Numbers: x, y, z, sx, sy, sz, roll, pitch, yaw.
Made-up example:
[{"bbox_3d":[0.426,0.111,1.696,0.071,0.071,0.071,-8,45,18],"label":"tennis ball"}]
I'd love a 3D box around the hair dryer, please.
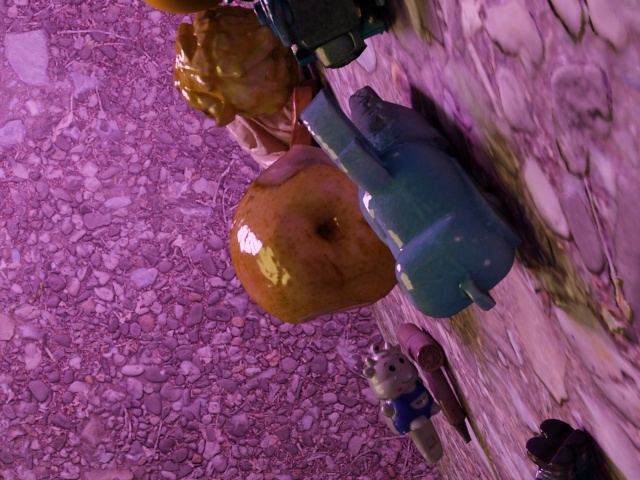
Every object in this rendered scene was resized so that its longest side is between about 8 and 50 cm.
[{"bbox_3d":[0.227,0.271,1.239,0.220,0.054,0.195,60,179,-7],"label":"hair dryer"}]

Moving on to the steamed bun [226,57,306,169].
[{"bbox_3d":[-0.108,-0.281,1.461,0.289,0.203,0.276,65,-176,-49],"label":"steamed bun"}]

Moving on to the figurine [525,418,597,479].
[{"bbox_3d":[0.205,0.220,0.532,0.087,0.086,0.149,11,122,39],"label":"figurine"}]

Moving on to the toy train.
[{"bbox_3d":[-0.012,-0.237,0.539,0.154,0.107,0.197,-77,-35,-79],"label":"toy train"}]

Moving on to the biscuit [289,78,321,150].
[{"bbox_3d":[-0.024,-0.141,1.192,0.275,0.052,0.354,80,-170,-46],"label":"biscuit"}]

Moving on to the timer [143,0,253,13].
[{"bbox_3d":[-0.202,-0.471,1.043,0.285,0.285,0.285,157,90,-89],"label":"timer"}]

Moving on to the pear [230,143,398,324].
[{"bbox_3d":[0.000,0.000,0.920,0.271,0.271,0.271,157,90,-89],"label":"pear"}]

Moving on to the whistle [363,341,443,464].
[{"bbox_3d":[0.156,0.292,1.173,0.092,0.110,0.244,-28,91,53],"label":"whistle"}]

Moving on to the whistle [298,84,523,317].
[{"bbox_3d":[0.077,-0.044,0.525,0.186,0.093,0.274,34,-157,-36],"label":"whistle"}]

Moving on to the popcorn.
[{"bbox_3d":[-0.155,-0.323,1.203,0.256,0.255,0.194,15,-118,-45],"label":"popcorn"}]
